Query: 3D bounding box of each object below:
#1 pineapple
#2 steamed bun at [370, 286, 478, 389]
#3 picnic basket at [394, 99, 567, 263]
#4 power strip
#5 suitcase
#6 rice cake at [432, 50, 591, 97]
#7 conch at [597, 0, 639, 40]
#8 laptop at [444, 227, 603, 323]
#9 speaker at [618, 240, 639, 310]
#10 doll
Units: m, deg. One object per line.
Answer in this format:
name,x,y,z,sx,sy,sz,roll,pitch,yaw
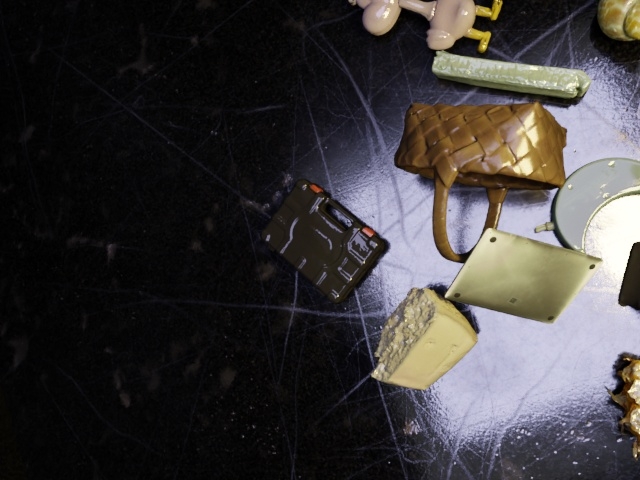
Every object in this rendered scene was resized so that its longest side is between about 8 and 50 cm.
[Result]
pineapple,0.675,0.338,0.906,0.185,0.114,0.237,-16,79,20
steamed bun,0.210,0.217,1.057,0.226,0.199,0.170,-50,33,14
picnic basket,0.313,-0.105,0.971,0.337,0.292,0.338,-4,85,41
power strip,0.579,-0.074,0.989,0.253,0.054,0.168,-37,73,15
suitcase,0.000,0.000,1.202,0.285,0.066,0.206,41,102,17
rice cake,0.419,-0.369,1.055,0.335,0.066,0.063,19,103,20
conch,0.629,-0.477,0.960,0.116,0.106,0.173,13,84,16
laptop,0.410,0.079,0.956,0.268,0.015,0.188,14,123,-11
speaker,0.804,0.113,0.863,0.387,0.184,0.180,14,95,10
doll,0.231,-0.550,1.121,0.364,0.094,0.161,22,106,22
